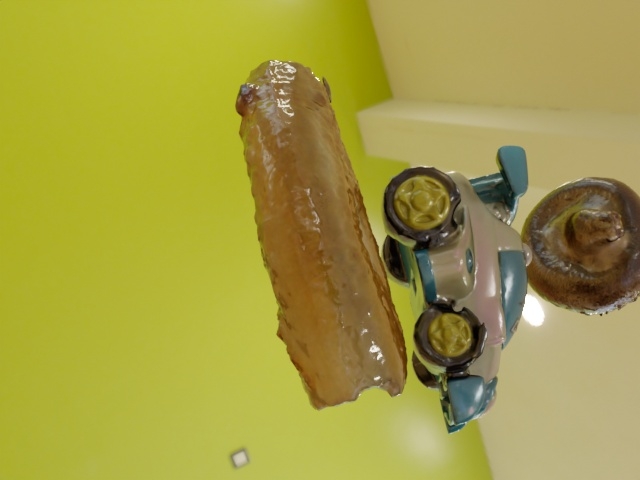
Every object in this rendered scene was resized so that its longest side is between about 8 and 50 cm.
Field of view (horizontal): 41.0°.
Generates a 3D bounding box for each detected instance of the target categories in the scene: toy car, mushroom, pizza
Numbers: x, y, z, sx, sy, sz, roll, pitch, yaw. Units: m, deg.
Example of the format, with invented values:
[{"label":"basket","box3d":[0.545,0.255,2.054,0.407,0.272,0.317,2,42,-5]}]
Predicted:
[{"label":"toy car","box3d":[0.095,0.028,0.529,0.126,0.098,0.161,71,4,-71]},{"label":"mushroom","box3d":[0.225,0.004,0.712,0.109,0.085,0.126,-33,-142,54]},{"label":"pizza","box3d":[0.000,0.000,0.450,0.161,0.062,0.182,35,36,-73]}]
